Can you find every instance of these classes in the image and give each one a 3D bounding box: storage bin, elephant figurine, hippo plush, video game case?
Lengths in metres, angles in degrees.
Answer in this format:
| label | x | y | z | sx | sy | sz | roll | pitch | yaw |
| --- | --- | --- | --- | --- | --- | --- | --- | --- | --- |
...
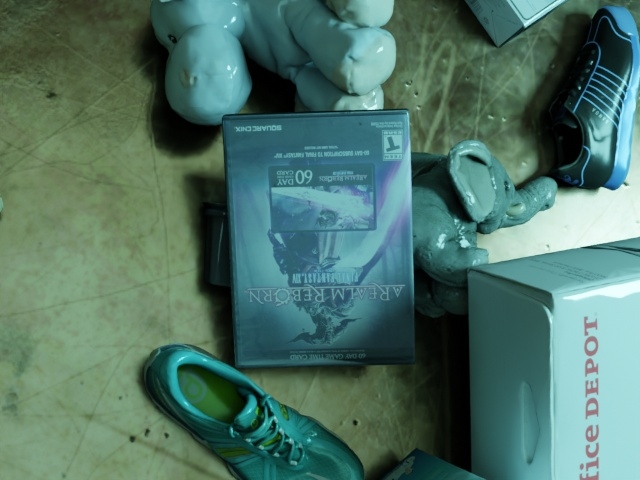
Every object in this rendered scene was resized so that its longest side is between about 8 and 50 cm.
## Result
| label | x | y | z | sx | sy | sz | roll | pitch | yaw |
| --- | --- | --- | --- | --- | --- | --- | --- | --- | --- |
| storage bin | -0.067 | 0.011 | 1.522 | 0.135 | 0.098 | 0.091 | 7 | 89 | -13 |
| elephant figurine | 0.150 | -0.045 | 1.568 | 0.169 | 0.186 | 0.239 | 19 | 61 | 24 |
| hippo plush | -0.061 | -0.240 | 1.490 | 0.237 | 0.234 | 0.294 | -3 | 81 | -15 |
| video game case | 0.000 | 0.000 | 1.456 | 0.196 | 0.026 | 0.274 | -2 | 101 | 4 |

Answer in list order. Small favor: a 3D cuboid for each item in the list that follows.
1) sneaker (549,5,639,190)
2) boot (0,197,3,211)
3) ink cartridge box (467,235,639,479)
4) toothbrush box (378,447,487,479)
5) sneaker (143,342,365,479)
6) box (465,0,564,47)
| label | x | y | z | sx | sy | sz | roll | pitch | yaw |
| --- | --- | --- | --- | --- | --- | --- | --- | --- | --- |
| sneaker | 0.326 | -0.177 | 1.657 | 0.090 | 0.081 | 0.232 | 7 | 80 | -20 |
| boot | -0.466 | -0.102 | 1.436 | 0.207 | 0.090 | 0.248 | -20 | 89 | -19 |
| ink cartridge box | 0.365 | 0.147 | 1.493 | 0.395 | 0.166 | 0.285 | -9 | 103 | -25 |
| toothbrush box | 0.170 | 0.353 | 1.389 | 0.126 | 0.295 | 0.216 | -39 | 105 | -15 |
| sneaker | -0.072 | 0.205 | 1.472 | 0.275 | 0.110 | 0.107 | 33 | 75 | -8 |
| box | 0.293 | -0.387 | 1.683 | 0.290 | 0.087 | 0.169 | -34 | 90 | -18 |
